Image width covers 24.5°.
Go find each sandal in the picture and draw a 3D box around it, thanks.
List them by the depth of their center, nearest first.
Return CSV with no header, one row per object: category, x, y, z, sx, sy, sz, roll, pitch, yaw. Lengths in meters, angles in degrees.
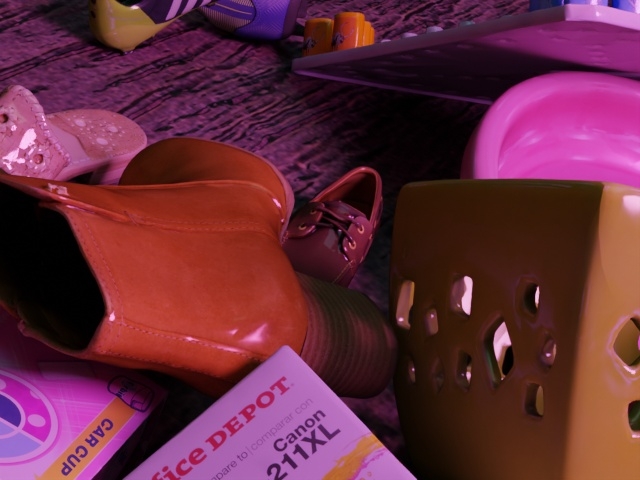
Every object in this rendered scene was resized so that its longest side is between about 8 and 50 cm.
sandal,-0.192,-0.067,0.938,0.088,0.079,0.240,35,31,19

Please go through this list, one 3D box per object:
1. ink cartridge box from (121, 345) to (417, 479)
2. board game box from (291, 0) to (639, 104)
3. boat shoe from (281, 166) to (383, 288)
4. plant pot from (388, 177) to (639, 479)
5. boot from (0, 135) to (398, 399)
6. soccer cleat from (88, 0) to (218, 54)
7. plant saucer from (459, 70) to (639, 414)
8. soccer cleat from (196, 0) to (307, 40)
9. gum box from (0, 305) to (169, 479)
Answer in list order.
ink cartridge box,-0.005,0.153,0.662,0.127,0.072,0.175,-40,58,-11
board game box,0.235,-0.148,1.185,0.390,0.050,0.390,5,-2,-30
boat shoe,0.000,0.000,0.987,0.064,0.060,0.178,27,30,5
plant pot,0.162,0.091,0.765,0.228,0.207,0.227,12,-3,-21
boot,-0.106,-0.009,0.809,0.211,0.104,0.295,17,14,-40
soccer cleat,-0.111,-0.218,1.183,0.060,0.072,0.179,37,61,26
plant saucer,0.238,0.024,1.042,0.332,0.084,0.332,17,44,-17
soccer cleat,-0.071,-0.273,1.350,0.121,0.093,0.289,9,31,-12
gum box,-0.163,0.109,0.689,0.107,0.062,0.188,28,29,8
